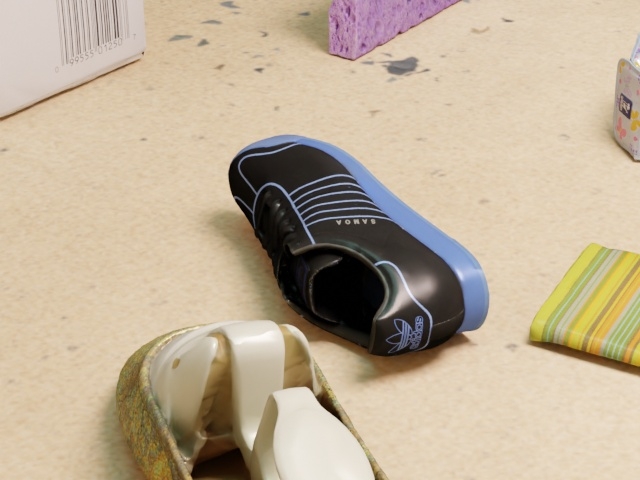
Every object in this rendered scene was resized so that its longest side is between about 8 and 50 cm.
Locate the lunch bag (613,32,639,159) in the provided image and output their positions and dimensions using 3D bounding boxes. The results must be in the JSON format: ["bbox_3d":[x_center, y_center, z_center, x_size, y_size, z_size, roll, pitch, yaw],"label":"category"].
[{"bbox_3d":[0.245,-0.107,1.348,0.053,0.071,0.083,9,32,14],"label":"lunch bag"}]

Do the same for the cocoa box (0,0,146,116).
[{"bbox_3d":[-0.338,-0.220,1.396,0.228,0.231,0.347,22,37,35],"label":"cocoa box"}]

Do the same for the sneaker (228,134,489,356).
[{"bbox_3d":[0.000,0.000,1.159,0.090,0.081,0.232,-16,34,-37],"label":"sneaker"}]

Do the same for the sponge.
[{"bbox_3d":[0.079,-0.243,1.542,0.031,0.117,0.210,18,35,32],"label":"sponge"}]

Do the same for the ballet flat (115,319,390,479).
[{"bbox_3d":[-0.026,0.109,0.939,0.123,0.123,0.348,-10,31,-16],"label":"ballet flat"}]

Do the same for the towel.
[{"bbox_3d":[0.253,0.063,1.110,0.237,0.021,0.102,16,40,25],"label":"towel"}]
